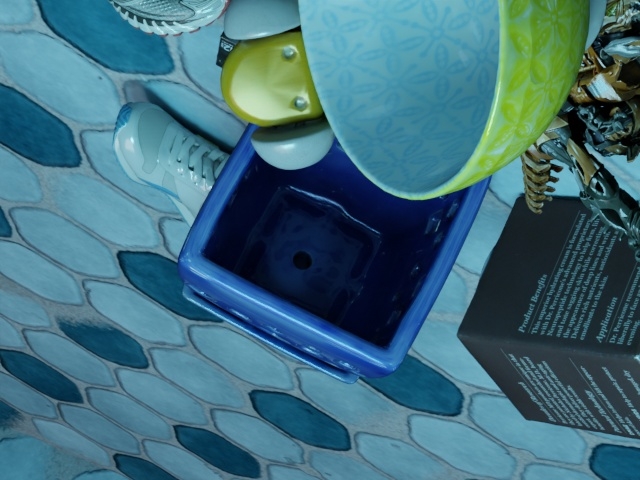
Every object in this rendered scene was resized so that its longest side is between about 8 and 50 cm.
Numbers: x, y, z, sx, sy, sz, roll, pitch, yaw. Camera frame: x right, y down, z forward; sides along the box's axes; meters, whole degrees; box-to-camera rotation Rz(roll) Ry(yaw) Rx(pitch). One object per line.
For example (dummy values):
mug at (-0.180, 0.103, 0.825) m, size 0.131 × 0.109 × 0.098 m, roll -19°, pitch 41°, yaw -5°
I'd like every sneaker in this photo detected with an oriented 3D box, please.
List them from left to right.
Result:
sneaker at (-0.177, -0.253, 1.587) m, size 0.225 × 0.088 × 0.093 m, roll 20°, pitch 154°, yaw 16°
sneaker at (-0.136, -0.079, 1.915) m, size 0.092 × 0.087 × 0.228 m, roll -2°, pitch 151°, yaw 36°

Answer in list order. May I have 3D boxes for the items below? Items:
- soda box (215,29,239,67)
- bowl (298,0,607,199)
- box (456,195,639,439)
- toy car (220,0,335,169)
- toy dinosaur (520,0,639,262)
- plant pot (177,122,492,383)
soda box at (-0.010, -0.159, 1.644) m, size 0.169 × 0.053 × 0.060 m, roll 27°, pitch 157°, yaw 3°
bowl at (0.115, -0.181, 1.303) m, size 0.156 × 0.290 × 0.289 m, roll -10°, pitch 171°, yaw -27°
box at (0.274, 0.075, 1.681) m, size 0.203 × 0.168 × 0.167 m, roll 6°, pitch 149°, yaw 40°
toy car at (0.007, -0.156, 1.535) m, size 0.182 × 0.136 × 0.159 m, roll -8°, pitch 110°, yaw 10°
toy dinosaur at (0.239, -0.103, 1.445) m, size 0.218 × 0.164 × 0.322 m, roll 41°, pitch 175°, yaw 5°
plant pot at (0.000, 0.000, 1.750) m, size 0.236 × 0.236 × 0.212 m, roll 28°, pitch 162°, yaw -3°
